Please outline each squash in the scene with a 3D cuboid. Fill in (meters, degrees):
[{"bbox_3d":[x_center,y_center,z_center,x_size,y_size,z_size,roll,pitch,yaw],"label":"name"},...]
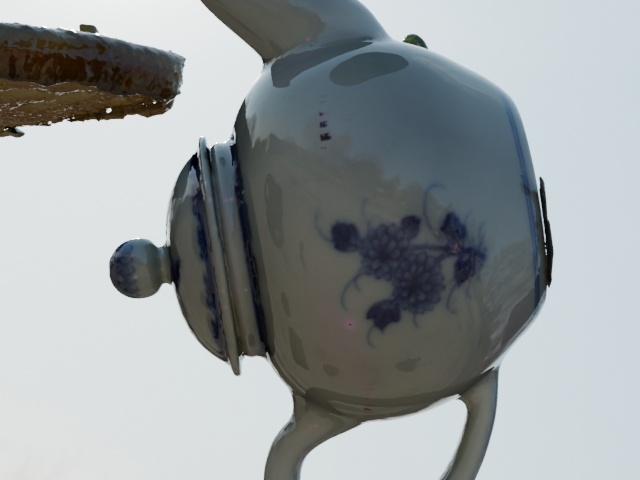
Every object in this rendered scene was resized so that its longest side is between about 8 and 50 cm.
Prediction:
[{"bbox_3d":[0.099,-0.160,1.795,0.027,0.027,0.083,6,-42,46],"label":"squash"}]

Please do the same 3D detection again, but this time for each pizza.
[{"bbox_3d":[-0.235,-0.131,1.530,0.251,0.074,0.287,3,-6,-4],"label":"pizza"}]

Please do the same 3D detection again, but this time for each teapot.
[{"bbox_3d":[0.000,0.000,1.242,0.280,0.424,0.252,-10,1,-2],"label":"teapot"}]
